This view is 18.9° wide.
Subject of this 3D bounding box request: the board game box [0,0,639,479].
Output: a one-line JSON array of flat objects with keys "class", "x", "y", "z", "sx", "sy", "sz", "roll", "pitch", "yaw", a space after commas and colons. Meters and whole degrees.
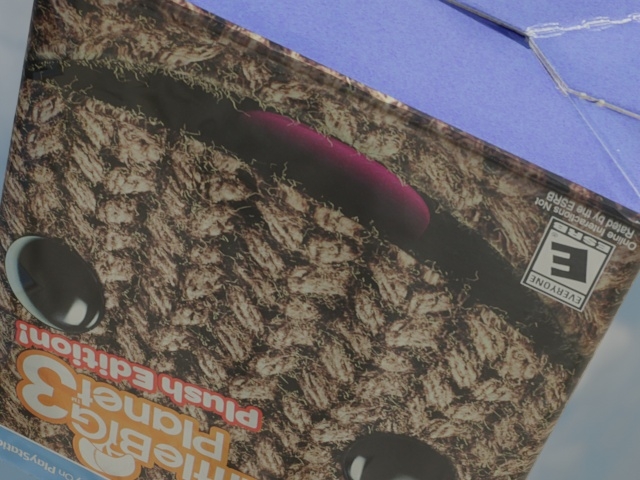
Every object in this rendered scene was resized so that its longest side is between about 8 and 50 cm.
[{"class": "board game box", "x": 0.000, "y": 0.000, "z": 0.776, "sx": 0.141, "sy": 0.232, "sz": 0.291, "roll": -59, "pitch": -9, "yaw": -43}]
